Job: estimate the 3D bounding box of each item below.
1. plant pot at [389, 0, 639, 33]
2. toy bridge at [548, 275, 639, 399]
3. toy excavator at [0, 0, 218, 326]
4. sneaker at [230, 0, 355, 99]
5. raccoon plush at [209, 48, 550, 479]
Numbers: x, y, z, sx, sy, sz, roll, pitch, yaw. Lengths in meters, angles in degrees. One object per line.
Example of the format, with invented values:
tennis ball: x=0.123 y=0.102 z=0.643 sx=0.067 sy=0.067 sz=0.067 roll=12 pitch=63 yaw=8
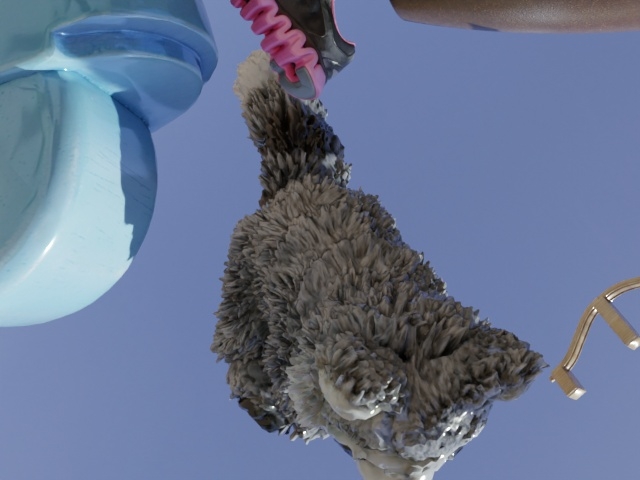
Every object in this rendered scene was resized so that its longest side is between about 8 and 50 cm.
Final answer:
plant pot: x=0.171 y=-0.263 z=0.720 sx=0.230 sy=0.215 sz=0.216 roll=-8 pitch=-125 yaw=24
toy bridge: x=0.307 y=0.085 z=0.880 sx=0.188 sy=0.026 sz=0.063 roll=-46 pitch=-133 yaw=18
toy excavator: x=-0.243 y=0.022 z=0.498 sx=0.432 sy=0.222 sz=0.446 roll=-19 pitch=-98 yaw=4
sneaker: x=-0.019 y=-0.147 z=0.509 sx=0.057 sy=0.119 sz=0.047 roll=-37 pitch=-162 yaw=-23
raccoon plush: x=0.000 y=0.000 z=0.718 sx=0.216 sy=0.447 sz=0.299 roll=-23 pitch=172 yaw=-18
